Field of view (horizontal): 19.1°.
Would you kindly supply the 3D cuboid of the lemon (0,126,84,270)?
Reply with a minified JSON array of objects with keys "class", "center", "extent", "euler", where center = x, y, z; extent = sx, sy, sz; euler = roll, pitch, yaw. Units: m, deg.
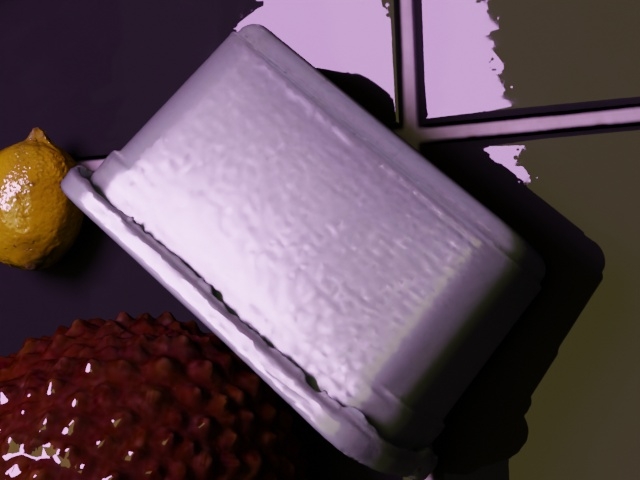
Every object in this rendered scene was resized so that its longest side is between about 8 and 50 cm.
[{"class":"lemon","center":[-0.221,-0.031,1.456],"extent":[0.082,0.082,0.110],"euler":[1,82,23]}]

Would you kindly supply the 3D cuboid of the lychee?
[{"class":"lychee","center":[-0.152,0.192,1.313],"extent":[0.276,0.276,0.304],"euler":[42,90,20]}]

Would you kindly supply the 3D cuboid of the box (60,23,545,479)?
[{"class":"box","center":[0.000,0.000,1.322],"extent":[0.312,0.175,0.182],"euler":[41,93,20]}]
